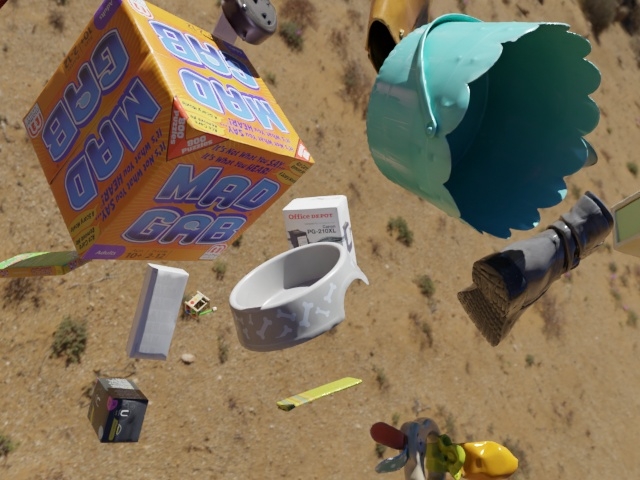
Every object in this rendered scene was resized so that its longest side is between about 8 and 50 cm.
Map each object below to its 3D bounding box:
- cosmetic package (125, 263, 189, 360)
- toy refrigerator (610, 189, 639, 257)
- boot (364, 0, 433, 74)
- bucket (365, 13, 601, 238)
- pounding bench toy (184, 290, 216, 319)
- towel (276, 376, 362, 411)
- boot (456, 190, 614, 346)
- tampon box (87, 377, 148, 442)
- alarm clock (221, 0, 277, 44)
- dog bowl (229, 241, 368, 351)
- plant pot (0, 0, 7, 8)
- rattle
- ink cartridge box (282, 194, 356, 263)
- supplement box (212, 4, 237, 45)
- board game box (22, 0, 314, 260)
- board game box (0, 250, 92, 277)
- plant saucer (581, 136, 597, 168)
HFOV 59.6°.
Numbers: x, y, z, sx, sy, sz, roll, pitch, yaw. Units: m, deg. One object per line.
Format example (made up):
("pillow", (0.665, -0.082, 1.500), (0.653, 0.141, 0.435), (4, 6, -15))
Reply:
("cosmetic package", (-0.425, 0.186, 1.449), (0.098, 0.060, 0.239), (14, 95, -34))
("toy refrigerator", (0.669, -0.065, 1.037), (0.094, 0.269, 0.102), (15, 65, -11))
("boot", (0.117, -0.412, 0.865), (0.295, 0.104, 0.211), (66, 39, -49))
("bucket", (0.208, -0.157, 0.740), (0.281, 0.282, 0.183), (8, 18, -40))
("pounding bench toy", (-0.376, 0.214, 1.749), (0.083, 0.052, 0.065), (33, 53, 16))
("towel", (-0.003, 0.438, 1.592), (0.237, 0.102, 0.021), (-14, 88, -23))
("boot", (0.363, 0.061, 0.947), (0.222, 0.338, 0.118), (-32, 72, -7))
("tampon box", (-0.550, 0.456, 1.510), (0.101, 0.161, 0.121), (14, 90, -35))
("alarm clock", (-0.142, -0.506, 1.232), (0.129, 0.064, 0.192), (59, 32, -11))
("dog bowl", (-0.063, 0.121, 1.347), (0.349, 0.348, 0.102), (-48, 119, -49))
("plant pot", (-0.520, -0.521, 0.782), (0.236, 0.267, 0.267), (-53, 145, -19))
("rattle", (0.173, 0.304, 0.778), (0.130, 0.142, 0.200), (-61, 138, -27))
("ink cartridge box", (0.000, 0.000, 1.624), (0.100, 0.171, 0.238), (-49, 133, -62))
("supplement box", (-0.263, -0.703, 1.697), (0.073, 0.130, 0.240), (22, 36, -21))
("board game box", (-0.309, -0.203, 1.151), (0.356, 0.356, 0.357), (4, 50, -57))
("board game box", (-0.749, 0.062, 1.492), (0.124, 0.259, 0.039), (-46, 133, -65))
("plant saucer", (0.390, -0.151, 0.909), (0.119, 0.021, 0.119), (39, -1, 1))
